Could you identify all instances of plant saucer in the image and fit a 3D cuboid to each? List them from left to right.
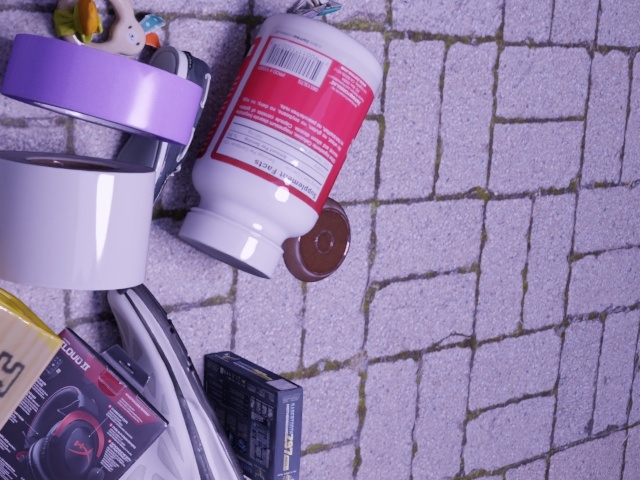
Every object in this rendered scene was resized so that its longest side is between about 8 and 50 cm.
[{"bbox_3d":[0.000,0.000,2.059,0.168,0.029,0.169,-11,107,-38],"label":"plant saucer"}]

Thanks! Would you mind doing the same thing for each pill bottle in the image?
[{"bbox_3d":[-0.074,-0.153,1.821,0.229,0.229,0.408,32,79,-41],"label":"pill bottle"}]

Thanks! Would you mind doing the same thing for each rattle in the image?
[{"bbox_3d":[-0.292,-0.332,1.653,0.199,0.142,0.130,20,69,-36],"label":"rattle"}]

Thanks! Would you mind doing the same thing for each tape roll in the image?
[{"bbox_3d":[-0.369,-0.033,1.583,0.246,0.246,0.169,1,100,-41],"label":"tape roll"},{"bbox_3d":[-0.313,-0.214,1.566,0.274,0.274,0.090,14,90,-42],"label":"tape roll"}]

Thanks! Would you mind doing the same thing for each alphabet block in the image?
[{"bbox_3d":[-0.517,0.149,1.520,0.193,0.192,0.197,40,81,-42],"label":"alphabet block"}]

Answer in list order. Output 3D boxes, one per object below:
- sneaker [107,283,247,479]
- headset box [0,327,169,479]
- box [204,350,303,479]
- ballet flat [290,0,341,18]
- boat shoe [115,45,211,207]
[{"bbox_3d":[-0.306,0.298,1.771,0.257,0.169,0.448,-24,97,-7],"label":"sneaker"},{"bbox_3d":[-0.385,0.289,1.639,0.218,0.110,0.293,43,81,-1],"label":"headset box"},{"bbox_3d":[-0.122,0.312,1.891,0.059,0.232,0.183,-5,104,-37],"label":"box"},{"bbox_3d":[-0.009,-0.416,1.942,0.114,0.041,0.041,-29,118,-34],"label":"ballet flat"},{"bbox_3d":[-0.252,-0.156,1.742,0.091,0.114,0.303,15,99,-49],"label":"boat shoe"}]
